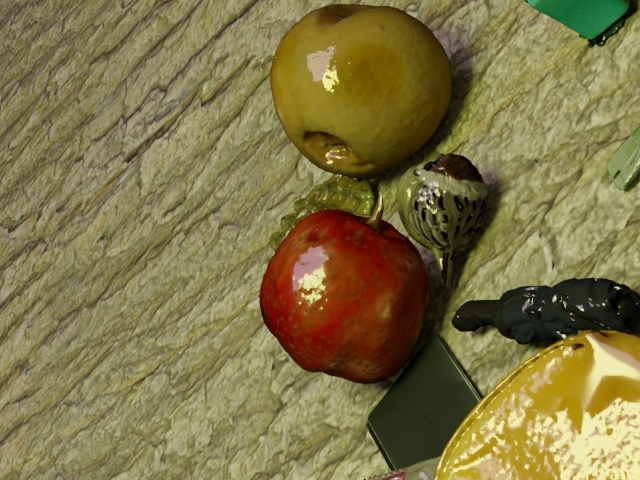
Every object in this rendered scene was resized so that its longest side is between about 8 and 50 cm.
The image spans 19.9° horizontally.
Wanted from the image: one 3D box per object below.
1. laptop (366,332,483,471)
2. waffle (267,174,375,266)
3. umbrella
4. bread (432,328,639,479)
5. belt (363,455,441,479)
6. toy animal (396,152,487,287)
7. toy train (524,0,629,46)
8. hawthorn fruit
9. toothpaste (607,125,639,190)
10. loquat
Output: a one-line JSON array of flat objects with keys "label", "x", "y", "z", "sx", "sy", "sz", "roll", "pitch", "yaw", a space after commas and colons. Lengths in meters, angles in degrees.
[{"label": "laptop", "x": 0.109, "y": 0.185, "z": 1.837, "sx": 0.129, "sy": 0.016, "sz": 0.180, "roll": -53, "pitch": 31, "yaw": 13}, {"label": "waffle", "x": 0.000, "y": 0.000, "z": 2.152, "sx": 0.183, "sy": 0.036, "sz": 0.169, "roll": -41, "pitch": 36, "yaw": 32}, {"label": "umbrella", "x": 0.206, "y": 0.067, "z": 1.742, "sx": 0.248, "sy": 0.071, "sz": 0.071, "roll": 1, "pitch": 65, "yaw": 56}, {"label": "bread", "x": 0.222, "y": 0.191, "z": 1.516, "sx": 0.270, "sy": 0.143, "sz": 0.195, "roll": -39, "pitch": 55, "yaw": 19}, {"label": "belt", "x": 0.127, "y": 0.225, "z": 1.710, "sx": 0.232, "sy": 0.071, "sz": 0.053, "roll": -27, "pitch": 57, "yaw": 40}, {"label": "toy animal", "x": 0.136, "y": -0.028, "z": 1.918, "sx": 0.098, "sy": 0.098, "sz": 0.137, "roll": -37, "pitch": 59, "yaw": 35}, {"label": "toy train", "x": 0.287, "y": -0.320, "z": 1.921, "sx": 0.163, "sy": 0.112, "sz": 0.203, "roll": -40, "pitch": 32, "yaw": 41}, {"label": "hawthorn fruit", "x": 0.034, "y": 0.043, "z": 1.905, "sx": 0.200, "sy": 0.179, "sz": 0.179, "roll": -65, "pitch": 28, "yaw": 9}, {"label": "toothpaste", "x": 0.344, "y": -0.128, "z": 1.744, "sx": 0.197, "sy": 0.029, "sz": 0.048, "roll": -50, "pitch": 30, "yaw": 23}, {"label": "loquat", "x": 0.046, "y": -0.181, "z": 2.081, "sx": 0.213, "sy": 0.213, "sz": 0.213, "roll": -38, "pitch": 36, "yaw": 34}]
